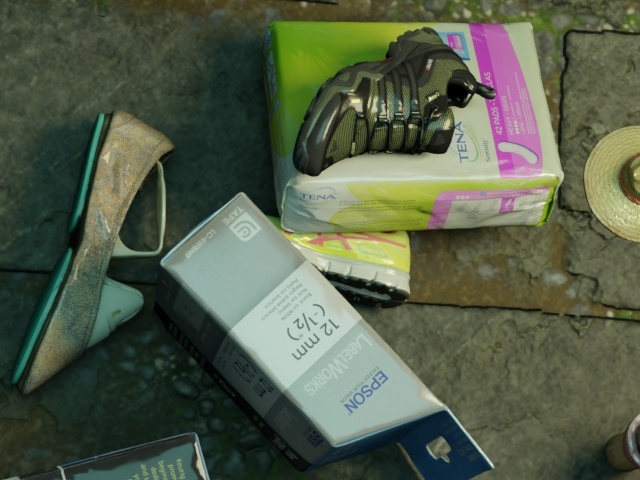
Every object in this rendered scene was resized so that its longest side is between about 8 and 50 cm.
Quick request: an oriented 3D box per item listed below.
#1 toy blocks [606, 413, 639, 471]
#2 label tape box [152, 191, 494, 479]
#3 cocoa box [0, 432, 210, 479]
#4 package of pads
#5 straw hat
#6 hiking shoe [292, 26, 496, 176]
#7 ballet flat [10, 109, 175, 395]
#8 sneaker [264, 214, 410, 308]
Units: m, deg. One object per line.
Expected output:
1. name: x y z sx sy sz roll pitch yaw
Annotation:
1. toy blocks: 0.314 0.349 1.610 0.288 0.260 0.309 -29 82 -14
2. label tape box: -0.009 0.138 1.620 0.115 0.249 0.348 -40 85 -15
3. cocoa box: -0.183 0.380 1.549 0.228 0.231 0.347 -14 79 -11
4. package of pads: 0.093 -0.118 1.740 0.296 0.101 0.229 -1 56 -8
5. straw hat: 0.367 -0.070 1.818 0.144 0.061 0.145 2 77 -8
6. hiking shoe: 0.073 -0.123 1.626 0.114 0.086 0.227 38 59 21
7. ballet flat: -0.221 0.019 1.699 0.106 0.107 0.316 20 76 -13
8. sneaker: 0.000 0.000 1.751 0.208 0.081 0.094 18 65 -7
